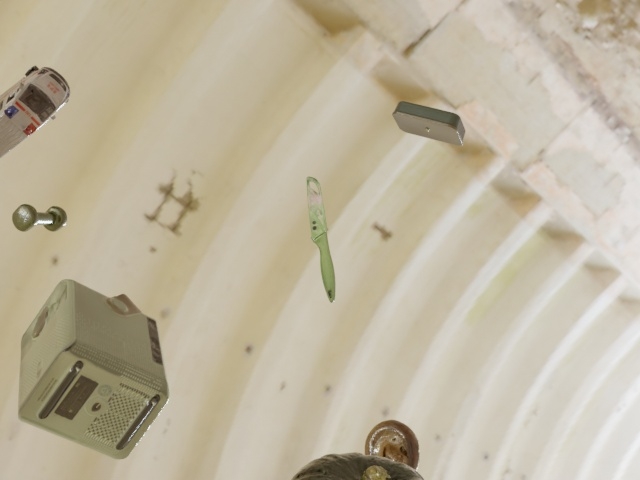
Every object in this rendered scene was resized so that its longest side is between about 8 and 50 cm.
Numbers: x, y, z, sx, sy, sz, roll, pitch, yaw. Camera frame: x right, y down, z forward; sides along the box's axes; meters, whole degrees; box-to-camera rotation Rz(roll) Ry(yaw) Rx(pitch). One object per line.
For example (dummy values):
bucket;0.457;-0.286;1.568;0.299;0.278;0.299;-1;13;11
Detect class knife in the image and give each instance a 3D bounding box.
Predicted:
knife;0.000;0.000;1.478;0.014;0.030;0.207;-100;2;-79

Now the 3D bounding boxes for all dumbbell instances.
dumbbell;-0.521;-0.041;1.738;0.046;0.052;0.118;54;-167;10

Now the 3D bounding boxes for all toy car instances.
toy car;-0.554;-0.228;1.708;0.089;0.209;0.108;50;-164;-27

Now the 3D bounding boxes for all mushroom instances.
mushroom;0.145;0.422;1.863;0.085;0.126;0.109;13;175;-38

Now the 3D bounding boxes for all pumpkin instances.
pumpkin;0.052;0.338;1.126;0.211;0.152;0.211;-1;-170;0

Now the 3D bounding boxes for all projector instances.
projector;-0.338;0.181;1.381;0.177;0.163;0.242;32;-165;-26

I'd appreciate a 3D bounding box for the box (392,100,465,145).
box;0.196;-0.210;1.672;0.126;0.031;0.091;17;169;23
